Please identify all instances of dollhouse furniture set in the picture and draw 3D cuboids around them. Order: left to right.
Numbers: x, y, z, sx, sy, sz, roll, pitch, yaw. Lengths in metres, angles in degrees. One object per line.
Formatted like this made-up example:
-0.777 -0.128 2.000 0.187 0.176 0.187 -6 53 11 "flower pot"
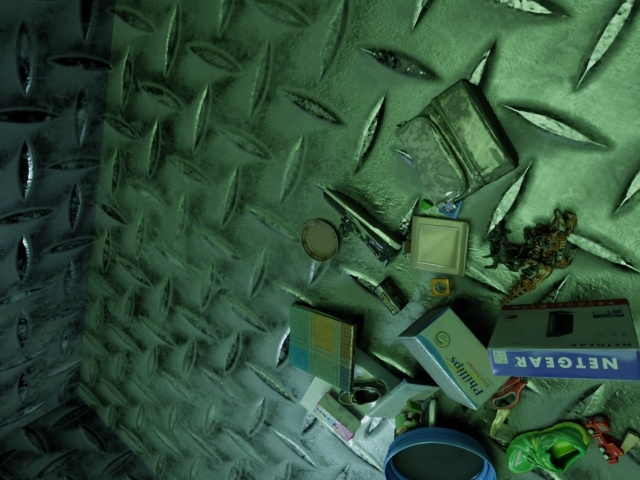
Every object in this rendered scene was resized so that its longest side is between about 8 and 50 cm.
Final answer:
0.310 0.659 1.562 0.058 0.076 0.152 25 120 -20 "dollhouse furniture set"

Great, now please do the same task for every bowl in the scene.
0.425 0.823 1.522 0.390 0.077 0.392 4 120 8 "bowl"

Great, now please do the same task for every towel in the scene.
0.001 0.416 1.672 0.370 0.040 0.272 8 98 47 "towel"

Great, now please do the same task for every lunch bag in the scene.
0.386 -0.265 1.212 0.256 0.212 0.305 -31 89 34 "lunch bag"

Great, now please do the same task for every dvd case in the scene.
0.311 0.591 1.559 0.253 0.180 0.022 -54 34 31 "dvd case"

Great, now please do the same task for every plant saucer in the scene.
0.000 0.000 1.639 0.168 0.029 0.169 10 110 30 "plant saucer"

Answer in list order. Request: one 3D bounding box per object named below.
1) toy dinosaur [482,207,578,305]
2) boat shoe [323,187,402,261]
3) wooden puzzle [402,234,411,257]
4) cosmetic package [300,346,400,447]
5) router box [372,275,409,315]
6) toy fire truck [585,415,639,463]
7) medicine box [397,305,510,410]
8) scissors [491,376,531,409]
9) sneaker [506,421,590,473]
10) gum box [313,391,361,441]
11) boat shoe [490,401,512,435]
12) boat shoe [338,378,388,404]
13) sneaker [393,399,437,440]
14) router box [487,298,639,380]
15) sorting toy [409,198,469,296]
0.607 0.054 1.223 0.218 0.164 0.322 22 94 6 "toy dinosaur"
0.125 -0.051 1.489 0.340 0.127 0.113 38 109 6 "boat shoe"
0.299 0.022 1.450 0.006 0.049 0.084 17 114 41 "wooden puzzle"
0.110 0.623 1.722 0.284 0.097 0.378 37 120 19 "cosmetic package"
0.254 0.199 1.507 0.122 0.092 0.038 52 123 8 "router box"
0.908 0.611 1.261 0.135 0.047 0.192 -32 86 34 "toy fire truck"
0.406 0.363 1.335 0.149 0.289 0.264 -39 80 -9 "medicine box"
0.670 0.454 1.360 0.297 0.021 0.109 -40 57 31 "scissors"
0.717 0.682 1.353 0.109 0.123 0.295 48 124 10 "sneaker"
0.068 0.699 1.657 0.188 0.062 0.107 37 144 16 "gum box"
0.618 0.620 1.439 0.045 0.050 0.136 21 115 30 "boat shoe"
0.148 0.581 1.590 0.227 0.068 0.081 -30 89 33 "boat shoe"
0.356 0.711 1.592 0.146 0.104 0.296 14 116 22 "sneaker"
0.662 0.263 1.152 0.335 0.301 0.082 -10 100 33 "router box"
0.394 0.016 1.394 0.195 0.047 0.348 11 108 35 "sorting toy"
